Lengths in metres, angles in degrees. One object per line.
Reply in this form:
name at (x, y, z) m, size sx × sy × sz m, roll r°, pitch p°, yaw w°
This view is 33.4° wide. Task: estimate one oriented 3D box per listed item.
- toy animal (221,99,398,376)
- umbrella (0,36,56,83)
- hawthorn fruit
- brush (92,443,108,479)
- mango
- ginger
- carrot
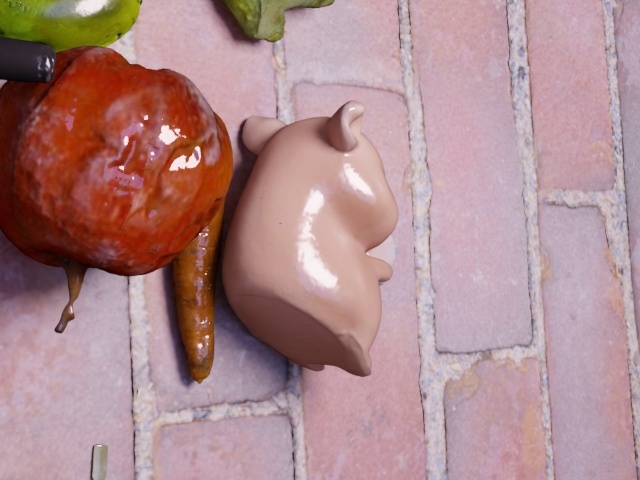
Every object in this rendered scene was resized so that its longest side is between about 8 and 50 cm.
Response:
toy animal at (0.002, -0.003, 1.194) m, size 0.213 × 0.195 × 0.256 m, roll 33°, pitch 64°, yaw -36°
umbrella at (-0.398, -0.172, 0.907) m, size 0.339 × 0.118 × 0.118 m, roll 9°, pitch 79°, yaw -5°
hawthorn fruit at (-0.216, -0.044, 1.025) m, size 0.241 × 0.242 × 0.272 m, roll 26°, pitch 77°, yaw -30°
brush at (-0.231, 0.255, 1.112) m, size 0.016 × 0.013 × 0.084 m, roll 8°, pitch 79°, yaw -32°
mango at (-0.270, -0.247, 1.086) m, size 0.178 × 0.100 × 0.119 m, roll -15°, pitch 78°, yaw -29°
ginger at (-0.023, -0.356, 1.279) m, size 0.137 × 0.089 × 0.290 m, roll 29°, pitch 64°, yaw -10°
carrot at (-0.135, 0.053, 1.176) m, size 0.061 × 0.061 × 0.210 m, roll 1°, pitch 88°, yaw -35°
